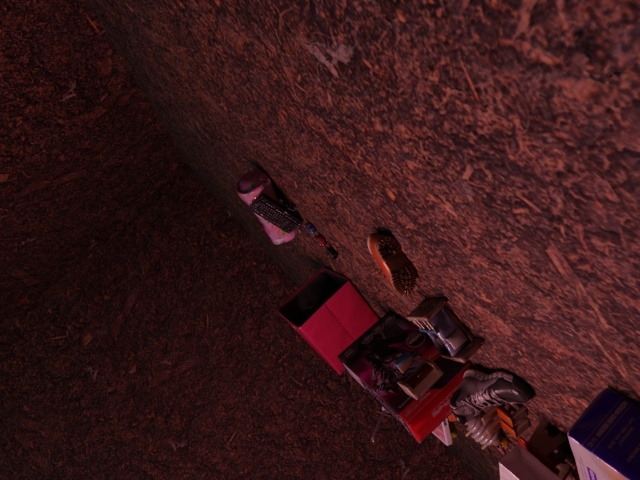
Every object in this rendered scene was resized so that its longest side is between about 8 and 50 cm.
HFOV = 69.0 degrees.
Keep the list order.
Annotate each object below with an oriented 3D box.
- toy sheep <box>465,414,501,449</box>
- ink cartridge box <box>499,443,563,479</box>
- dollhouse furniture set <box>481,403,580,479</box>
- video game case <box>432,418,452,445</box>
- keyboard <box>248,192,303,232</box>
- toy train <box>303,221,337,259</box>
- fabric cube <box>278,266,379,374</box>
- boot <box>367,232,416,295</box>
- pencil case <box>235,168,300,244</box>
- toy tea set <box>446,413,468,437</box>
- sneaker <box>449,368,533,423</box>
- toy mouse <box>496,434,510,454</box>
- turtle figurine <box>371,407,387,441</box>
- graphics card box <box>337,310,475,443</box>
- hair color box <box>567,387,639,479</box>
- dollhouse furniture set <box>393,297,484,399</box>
[{"bbox_3d":[0.502,0.589,1.446,0.132,0.091,0.091,35,167,8],"label":"toy sheep"},{"bbox_3d":[0.455,0.547,1.002,0.115,0.067,0.198,34,151,49],"label":"ink cartridge box"},{"bbox_3d":[0.506,0.526,1.084,0.262,0.135,0.259,37,164,45],"label":"dollhouse furniture set"},{"bbox_3d":[0.378,0.554,1.659,0.204,0.025,0.285,-167,62,-72],"label":"video game case"},{"bbox_3d":[-0.135,-0.090,1.515,0.180,0.108,0.023,33,-149,-35],"label":"keyboard"},{"bbox_3d":[0.000,0.000,1.515,0.158,0.027,0.036,48,166,-1],"label":"toy train"},{"bbox_3d":[0.039,0.297,1.775,0.258,0.259,0.254,52,167,-21],"label":"fabric cube"},{"bbox_3d":[0.156,0.049,1.026,0.158,0.059,0.084,62,168,-21],"label":"boot"},{"bbox_3d":[-0.173,-0.109,1.593,0.124,0.124,0.284,37,165,46],"label":"pencil case"},{"bbox_3d":[0.470,0.626,1.735,0.336,0.124,0.200,-173,72,-78],"label":"toy tea set"},{"bbox_3d":[0.367,0.364,1.044,0.086,0.132,0.228,47,163,2],"label":"sneaker"},{"bbox_3d":[0.598,0.669,1.495,0.143,0.031,0.161,52,169,-15],"label":"toy mouse"},{"bbox_3d":[0.259,0.449,1.487,0.266,0.275,0.197,-115,18,-60],"label":"turtle figurine"},{"bbox_3d":[0.235,0.363,1.319,0.094,0.233,0.371,58,167,-26],"label":"graphics card box"},{"bbox_3d":[0.512,0.366,0.599,0.339,0.110,0.185,31,159,52],"label":"hair color box"},{"bbox_3d":[0.231,0.236,1.022,0.129,0.184,0.129,48,169,2],"label":"dollhouse furniture set"}]
